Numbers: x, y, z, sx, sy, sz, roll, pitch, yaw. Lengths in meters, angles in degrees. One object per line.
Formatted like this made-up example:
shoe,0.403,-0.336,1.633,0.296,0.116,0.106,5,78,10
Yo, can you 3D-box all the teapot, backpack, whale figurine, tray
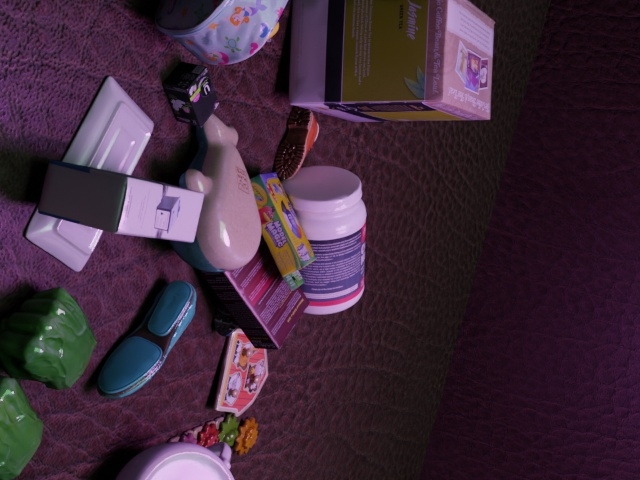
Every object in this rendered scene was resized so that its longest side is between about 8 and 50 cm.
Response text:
teapot,-0.278,0.478,1.604,0.256,0.187,0.252,15,70,-33
backpack,-0.139,-0.396,1.338,0.191,0.225,0.253,28,83,-42
whale figurine,-0.195,-0.078,1.548,0.216,0.141,0.272,23,59,-64
tray,-0.330,-0.094,1.337,0.270,0.030,0.145,-67,155,-16

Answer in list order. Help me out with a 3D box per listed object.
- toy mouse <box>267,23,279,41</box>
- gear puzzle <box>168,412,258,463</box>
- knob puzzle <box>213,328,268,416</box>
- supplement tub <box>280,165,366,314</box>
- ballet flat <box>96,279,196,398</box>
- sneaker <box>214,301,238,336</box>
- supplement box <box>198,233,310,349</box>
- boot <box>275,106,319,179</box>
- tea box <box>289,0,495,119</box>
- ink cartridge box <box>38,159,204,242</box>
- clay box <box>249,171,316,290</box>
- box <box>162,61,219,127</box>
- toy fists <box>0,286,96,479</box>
toy mouse,-0.114,-0.405,1.602,0.161,0.031,0.143,-63,153,-23
gear puzzle,-0.216,0.455,1.874,0.339,0.044,0.175,-9,112,-63
knob puzzle,-0.151,0.279,1.901,0.213,0.030,0.213,-31,125,-59
supplement tub,0.000,0.000,1.886,0.191,0.191,0.272,-42,141,-49
ballet flat,-0.287,0.181,1.532,0.247,0.083,0.087,-57,164,-29
sneaker,-0.153,0.127,1.796,0.162,0.063,0.073,-59,158,-24
supplement box,-0.129,0.080,1.708,0.130,0.073,0.239,-54,125,-36
boot,-0.042,-0.191,1.849,0.084,0.059,0.158,44,63,-67
tea box,0.153,-0.360,1.803,0.329,0.323,0.220,-2,96,-65
ink cartridge box,-0.277,-0.053,1.268,0.191,0.140,0.082,5,98,-66
clay box,-0.072,-0.020,1.713,0.222,0.053,0.127,63,12,-1
box,-0.211,-0.239,1.472,0.062,0.052,0.083,-56,151,-31
toy fists,-0.420,0.192,1.245,0.142,0.096,0.279,83,30,-58
